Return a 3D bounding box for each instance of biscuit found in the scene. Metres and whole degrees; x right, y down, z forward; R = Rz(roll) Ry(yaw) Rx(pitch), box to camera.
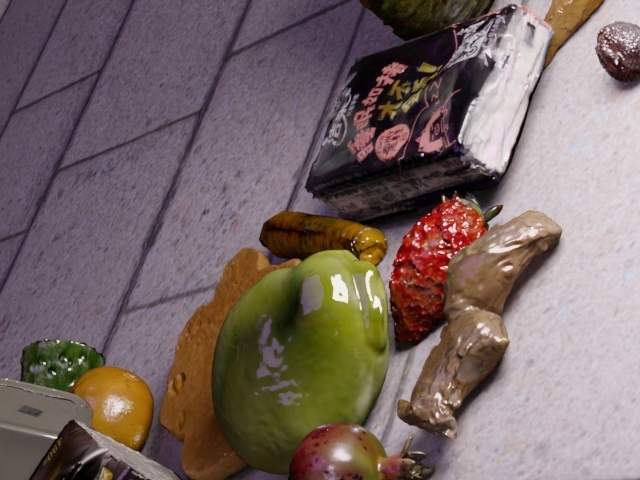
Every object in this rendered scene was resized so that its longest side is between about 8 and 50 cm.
[{"bbox_3d":[-0.113,0.162,2.171,0.269,0.051,0.375,-30,39,34],"label":"biscuit"}]

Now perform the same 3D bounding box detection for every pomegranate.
[{"bbox_3d":[0.036,0.266,1.767,0.159,0.129,0.129,-2,57,46],"label":"pomegranate"}]

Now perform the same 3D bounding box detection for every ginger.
[{"bbox_3d":[0.173,0.083,1.786,0.290,0.084,0.122,-62,22,-13],"label":"ginger"}]

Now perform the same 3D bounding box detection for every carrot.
[{"bbox_3d":[0.000,0.000,2.165,0.260,0.070,0.070,10,68,57],"label":"carrot"}]

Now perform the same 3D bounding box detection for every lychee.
[{"bbox_3d":[0.351,-0.219,1.856,0.083,0.068,0.067,-62,-18,-48],"label":"lychee"}]

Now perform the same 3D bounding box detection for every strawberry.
[{"bbox_3d":[0.134,0.022,1.916,0.192,0.085,0.140,-40,34,29],"label":"strawberry"}]

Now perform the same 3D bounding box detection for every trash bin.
[{"bbox_3d":[-0.419,0.338,2.176,0.220,0.219,0.250,-104,29,-73],"label":"trash bin"}]

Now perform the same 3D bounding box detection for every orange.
[{"bbox_3d":[-0.314,0.255,2.309,0.156,0.124,0.156,-34,34,28],"label":"orange"}]

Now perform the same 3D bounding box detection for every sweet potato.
[{"bbox_3d":[0.321,-0.302,2.005,0.206,0.060,0.068,-59,-6,14],"label":"sweet potato"}]

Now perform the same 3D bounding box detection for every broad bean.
[{"bbox_3d":[-0.024,0.143,1.944,0.238,0.119,0.291,33,99,34],"label":"broad bean"}]

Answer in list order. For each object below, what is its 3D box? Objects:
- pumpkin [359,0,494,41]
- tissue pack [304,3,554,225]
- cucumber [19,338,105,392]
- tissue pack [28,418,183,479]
[{"bbox_3d":[0.106,-0.400,2.187,0.192,0.320,0.320,-52,28,7],"label":"pumpkin"},{"bbox_3d":[0.140,-0.161,2.056,0.332,0.123,0.245,-14,47,52],"label":"tissue pack"},{"bbox_3d":[-0.409,0.276,2.439,0.134,0.134,0.244,-30,41,39],"label":"cucumber"},{"bbox_3d":[-0.312,0.443,2.022,0.210,0.198,0.370,25,81,53],"label":"tissue pack"}]
